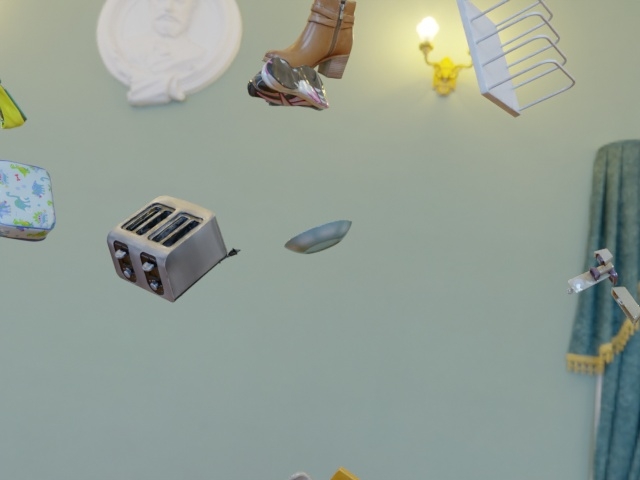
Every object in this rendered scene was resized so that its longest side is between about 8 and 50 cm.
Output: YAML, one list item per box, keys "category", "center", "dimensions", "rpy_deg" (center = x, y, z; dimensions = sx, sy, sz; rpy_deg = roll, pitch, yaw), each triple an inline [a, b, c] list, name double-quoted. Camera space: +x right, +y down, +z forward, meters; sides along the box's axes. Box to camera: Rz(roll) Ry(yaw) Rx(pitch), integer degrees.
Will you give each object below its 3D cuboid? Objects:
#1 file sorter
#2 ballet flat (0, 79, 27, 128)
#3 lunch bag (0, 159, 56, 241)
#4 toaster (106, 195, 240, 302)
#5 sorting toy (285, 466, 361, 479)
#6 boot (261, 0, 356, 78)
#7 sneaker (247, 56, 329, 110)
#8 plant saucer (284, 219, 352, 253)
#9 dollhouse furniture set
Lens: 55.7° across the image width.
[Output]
- category: "file sorter"
  center: [0.477, -0.482, 1.474]
  dimensions: [0.173, 0.277, 0.193]
  rpy_deg: [-23, -22, 36]
- category: "ballet flat"
  center: [-0.839, -0.388, 1.545]
  dimensions: [0.077, 0.077, 0.231]
  rpy_deg: [31, -34, 49]
- category: "lunch bag"
  center: [-0.833, -0.110, 1.662]
  dimensions: [0.176, 0.219, 0.090]
  rpy_deg: [8, -34, -46]
- category: "toaster"
  center: [-0.283, 0.010, 1.154]
  dimensions: [0.168, 0.186, 0.110]
  rpy_deg: [20, -44, 31]
- category: "sorting toy"
  center: [-0.022, 0.523, 1.117]
  dimensions: [0.196, 0.348, 0.047]
  rpy_deg: [45, 27, -1]
- category: "boot"
  center: [-0.019, -0.392, 1.145]
  dimensions: [0.197, 0.152, 0.073]
  rpy_deg: [-10, 32, -41]
- category: "sneaker"
  center: [-0.057, -0.258, 1.030]
  dimensions: [0.077, 0.072, 0.178]
  rpy_deg: [-20, -17, 32]
- category: "plant saucer"
  center: [0.000, 0.000, 1.623]
  dimensions: [0.195, 0.037, 0.195]
  rpy_deg: [-19, -12, -4]
- category: "dollhouse furniture set"
  center: [0.463, 0.090, 0.995]
  dimensions: [0.081, 0.114, 0.091]
  rpy_deg: [-28, -34, 8]
